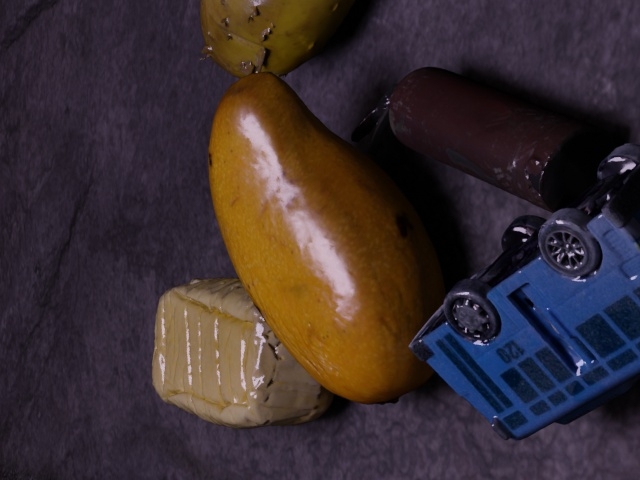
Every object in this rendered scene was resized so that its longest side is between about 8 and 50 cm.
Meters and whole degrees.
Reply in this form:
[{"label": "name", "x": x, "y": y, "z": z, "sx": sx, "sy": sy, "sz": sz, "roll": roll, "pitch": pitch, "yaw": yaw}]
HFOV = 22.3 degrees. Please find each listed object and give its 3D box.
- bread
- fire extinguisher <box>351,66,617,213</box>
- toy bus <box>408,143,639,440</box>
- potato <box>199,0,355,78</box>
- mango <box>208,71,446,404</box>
[{"label": "bread", "x": -0.069, "y": 0.104, "z": 1.529, "sx": 0.236, "sy": 0.106, "sz": 0.140, "roll": 5, "pitch": 95, "yaw": 58}, {"label": "fire extinguisher", "x": 0.116, "y": -0.079, "z": 1.266, "sx": 0.267, "sy": 0.072, "sz": 0.089, "roll": 30, "pitch": 92, "yaw": 54}, {"label": "toy bus", "x": 0.180, "y": 0.040, "z": 1.107, "sx": 0.133, "sy": 0.116, "sz": 0.234, "roll": 47, "pitch": 139, "yaw": -2}, {"label": "potato", "x": -0.019, "y": -0.267, "z": 1.423, "sx": 0.300, "sy": 0.140, "sz": 0.173, "roll": -55, "pitch": 51, "yaw": 37}, {"label": "mango", "x": 0.005, "y": 0.000, "z": 1.361, "sx": 0.177, "sy": 0.120, "sz": 0.295, "roll": -38, "pitch": 75, "yaw": 46}]
